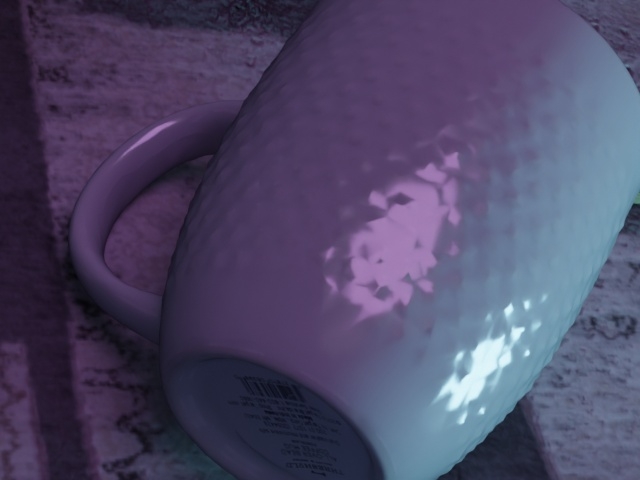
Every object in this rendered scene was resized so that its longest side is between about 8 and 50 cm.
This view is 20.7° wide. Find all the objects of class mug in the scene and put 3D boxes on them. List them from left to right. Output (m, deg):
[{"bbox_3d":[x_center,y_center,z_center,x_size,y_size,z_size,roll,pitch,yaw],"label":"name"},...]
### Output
[{"bbox_3d":[0.000,0.000,1.224,0.374,0.276,0.328,14,52,25],"label":"mug"}]

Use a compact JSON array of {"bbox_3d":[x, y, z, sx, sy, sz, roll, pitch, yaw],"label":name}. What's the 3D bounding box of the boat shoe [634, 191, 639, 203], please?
[{"bbox_3d":[0.227,-0.070,1.495,0.153,0.048,0.056,14,51,-16],"label":"boat shoe"}]
